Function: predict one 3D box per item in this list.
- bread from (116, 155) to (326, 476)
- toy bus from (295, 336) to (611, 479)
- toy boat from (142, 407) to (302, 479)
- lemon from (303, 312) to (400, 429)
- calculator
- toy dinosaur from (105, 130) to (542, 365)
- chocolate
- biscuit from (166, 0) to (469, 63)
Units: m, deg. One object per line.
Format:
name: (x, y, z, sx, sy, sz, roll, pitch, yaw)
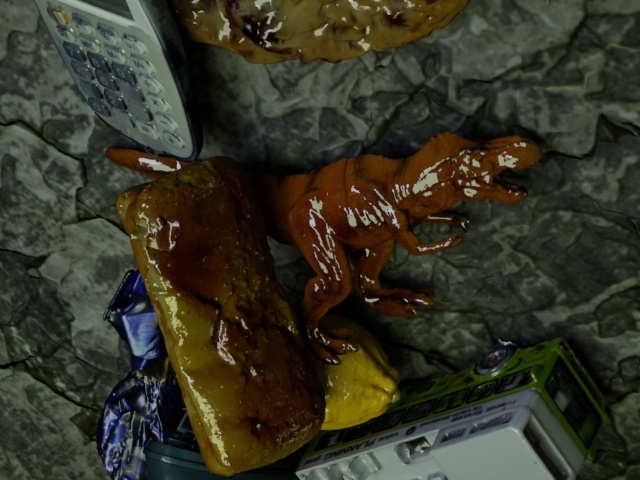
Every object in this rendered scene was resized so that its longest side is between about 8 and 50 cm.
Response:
bread: (-0.086, 0.066, 1.286, 0.077, 0.139, 0.270, -6, 104, 49)
toy bus: (0.115, 0.197, 1.395, 0.302, 0.139, 0.113, -24, 110, 38)
toy boat: (-0.088, 0.219, 1.438, 0.114, 0.122, 0.296, 11, 171, 22)
lemon: (0.002, 0.124, 1.411, 0.155, 0.114, 0.114, 12, 128, 11)
calculator: (-0.181, -0.173, 1.277, 0.177, 0.040, 0.268, 26, 145, 35)
toy dinosaur: (0.000, 0.000, 1.335, 0.432, 0.097, 0.208, -5, 112, 25)
chocolate: (-0.157, 0.109, 1.461, 0.126, 0.148, 0.343, 48, 147, 32)
biscuit: (-0.027, -0.264, 1.160, 0.334, 0.081, 0.289, -9, 122, 29)
